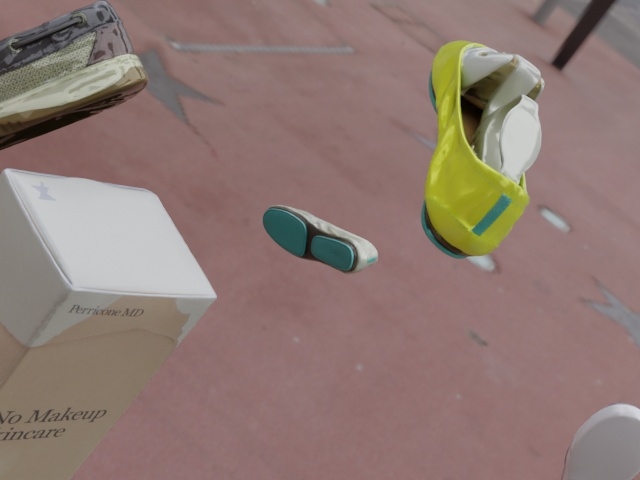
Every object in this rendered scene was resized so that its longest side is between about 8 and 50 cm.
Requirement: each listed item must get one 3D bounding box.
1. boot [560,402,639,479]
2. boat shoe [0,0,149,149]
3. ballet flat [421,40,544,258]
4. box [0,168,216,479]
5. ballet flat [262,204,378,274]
[{"bbox_3d":[0.264,0.199,0.976,0.069,0.190,0.086,14,42,5],"label":"boot"},{"bbox_3d":[-0.154,-0.064,0.449,0.056,0.152,0.049,153,-81,-80],"label":"boat shoe"},{"bbox_3d":[0.116,-0.081,0.690,0.077,0.077,0.231,30,40,-15],"label":"ballet flat"},{"bbox_3d":[-0.237,0.101,0.794,0.148,0.311,0.121,6,41,-50],"label":"box"},{"bbox_3d":[0.000,0.000,1.241,0.052,0.057,0.168,-10,29,-45],"label":"ballet flat"}]
